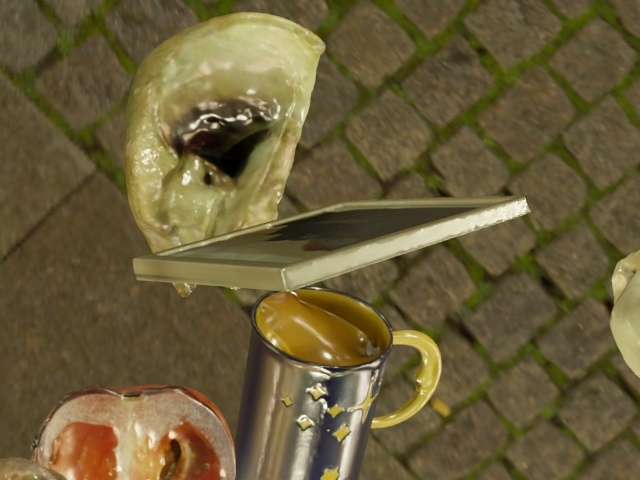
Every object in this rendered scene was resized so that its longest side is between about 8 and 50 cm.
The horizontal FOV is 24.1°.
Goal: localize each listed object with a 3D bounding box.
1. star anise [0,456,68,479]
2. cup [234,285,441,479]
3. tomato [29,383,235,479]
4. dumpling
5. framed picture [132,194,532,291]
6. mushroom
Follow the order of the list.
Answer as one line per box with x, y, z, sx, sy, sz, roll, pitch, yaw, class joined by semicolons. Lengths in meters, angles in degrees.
-0.217;0.296;1.429;0.257;0.198;0.110;28;99;-15;star anise
0.024;0.215;1.859;0.255;0.178;0.256;8;119;-3;cup
-0.195;0.253;1.643;0.228;0.112;0.199;3;89;10;tomato
0.462;0.112;1.974;0.132;0.250;0.162;11;132;-38;dumpling
0.000;-0.001;1.054;0.192;0.265;0.018;-16;97;-27;framed picture
-0.131;-0.080;1.564;0.212;0.292;0.217;18;149;-27;mushroom
